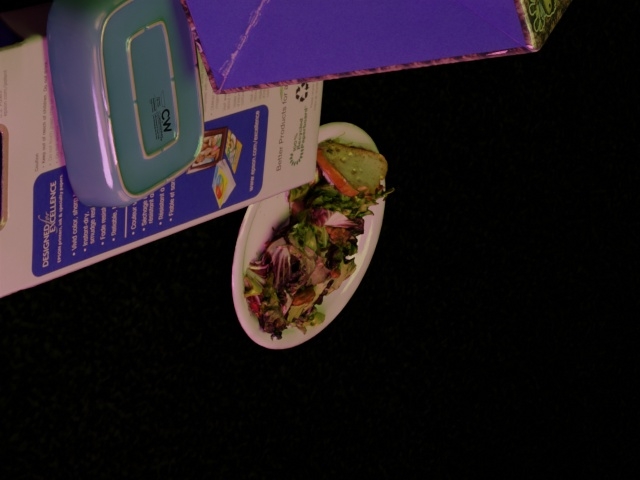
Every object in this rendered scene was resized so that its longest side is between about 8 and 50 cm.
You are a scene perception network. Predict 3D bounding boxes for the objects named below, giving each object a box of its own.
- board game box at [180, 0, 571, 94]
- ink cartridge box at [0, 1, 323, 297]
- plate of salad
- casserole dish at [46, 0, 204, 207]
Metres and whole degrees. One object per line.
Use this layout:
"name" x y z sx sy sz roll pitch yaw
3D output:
"board game box" 0.063 -0.234 1.239 0.291 0.232 0.141 -54 131 -51
"ink cartridge box" -0.131 -0.086 1.293 0.371 0.069 0.176 -24 127 -49
"plate of salad" 0.000 0.000 1.543 0.200 0.048 0.200 -33 134 -42
"casserole dish" -0.121 -0.102 1.214 0.114 0.037 0.188 -35 134 -39
